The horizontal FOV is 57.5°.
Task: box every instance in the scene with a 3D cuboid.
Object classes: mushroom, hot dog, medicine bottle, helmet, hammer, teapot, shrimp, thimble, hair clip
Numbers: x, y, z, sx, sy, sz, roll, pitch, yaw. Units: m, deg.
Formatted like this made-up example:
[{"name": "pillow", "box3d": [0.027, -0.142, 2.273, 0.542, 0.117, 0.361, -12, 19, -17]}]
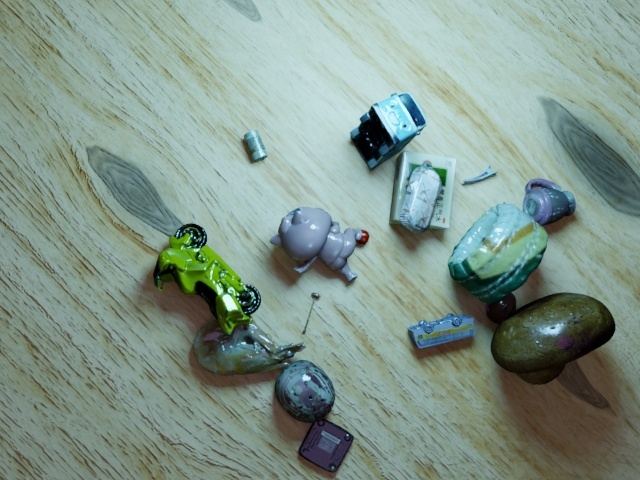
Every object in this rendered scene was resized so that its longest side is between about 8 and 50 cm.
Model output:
[{"name": "mushroom", "box3d": [0.634, 0.257, 1.610, 0.239, 0.345, 0.345, 42, 81, 1]}, {"name": "hot dog", "box3d": [0.284, -0.117, 1.654, 0.108, 0.059, 0.191, 22, 78, -18]}, {"name": "medicine bottle", "box3d": [-0.190, -0.278, 1.721, 0.047, 0.047, 0.083, -21, 86, -8]}, {"name": "helmet", "box3d": [0.549, 0.196, 1.742, 0.089, 0.057, 0.111, 31, 81, 0]}, {"name": "hammer", "box3d": [-0.030, 0.211, 1.700, 0.029, 0.014, 0.123, 17, 84, 5]}, {"name": "helmet", "box3d": [-0.042, 0.420, 1.619, 0.177, 0.107, 0.153, 41, 78, 9]}, {"name": "teapot", "box3d": [0.694, -0.113, 1.783, 0.146, 0.148, 0.116, -7, 120, -18]}, {"name": "shrimp", "box3d": [-0.200, 0.290, 1.642, 0.317, 0.077, 0.168, -5, 81, -4]}, {"name": "thimble", "box3d": [0.503, 0.030, 1.661, 0.167, 0.254, 0.288, 40, 54, -4]}, {"name": "hair clip", "box3d": [0.486, -0.202, 1.797, 0.115, 0.030, 0.039, -21, 67, -10]}]

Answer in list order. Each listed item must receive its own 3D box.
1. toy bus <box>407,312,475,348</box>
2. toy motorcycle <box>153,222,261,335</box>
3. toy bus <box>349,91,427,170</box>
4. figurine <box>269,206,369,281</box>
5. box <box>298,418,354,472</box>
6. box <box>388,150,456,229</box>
[{"name": "toy bus", "box3d": [0.356, 0.263, 1.713, 0.190, 0.064, 0.075, -13, 97, -7]}, {"name": "toy motorcycle", "box3d": [-0.326, 0.112, 1.604, 0.206, 0.142, 0.342, -41, 75, -14]}, {"name": "toy bus", "box3d": [0.198, -0.316, 1.657, 0.165, 0.271, 0.133, -30, 88, -12]}, {"name": "figurine", "box3d": [0.000, 0.000, 1.677, 0.287, 0.186, 0.176, 20, 121, -23]}, {"name": "box", "box3d": [0.015, 0.580, 1.654, 0.126, 0.027, 0.125, 29, 82, -2]}, {"name": "box", "box3d": [0.304, -0.145, 1.737, 0.168, 0.095, 0.212, 8, 83, -8]}]
